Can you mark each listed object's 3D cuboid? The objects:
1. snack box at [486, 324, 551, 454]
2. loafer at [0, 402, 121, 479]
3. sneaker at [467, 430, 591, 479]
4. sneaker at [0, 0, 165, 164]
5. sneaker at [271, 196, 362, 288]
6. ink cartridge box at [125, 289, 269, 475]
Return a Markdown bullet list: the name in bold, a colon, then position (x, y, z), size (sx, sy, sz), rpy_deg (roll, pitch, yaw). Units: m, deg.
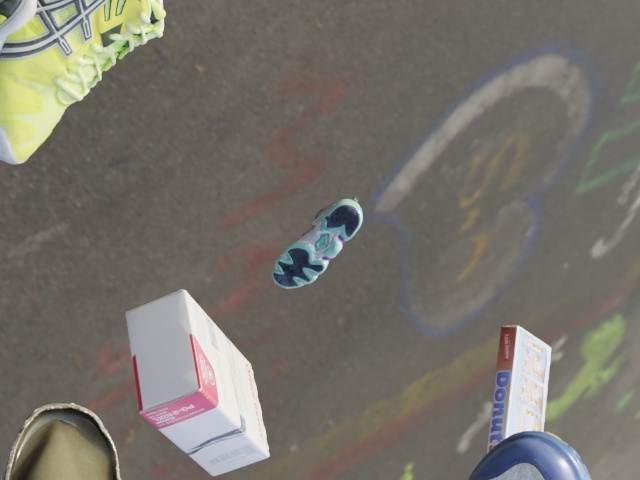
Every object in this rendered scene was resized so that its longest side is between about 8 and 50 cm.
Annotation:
- **snack box**: position (0.184, 0.173, 1.131), size (0.064, 0.022, 0.178), rpy_deg (32, 59, -41)
- **loafer**: position (-0.171, 0.210, 0.813), size (0.094, 0.251, 0.087), rpy_deg (6, 139, -18)
- **sneaker**: position (0.092, 0.270, 0.851), size (0.131, 0.112, 0.296), rpy_deg (8, 111, -57)
- **sneaker**: position (-0.273, -0.258, 1.420), size (0.384, 0.147, 0.145), rpy_deg (-63, 167, -2)
- **sneaker**: position (0.000, 0.000, 1.045), size (0.098, 0.038, 0.069), rpy_deg (-41, -173, 11)
- **ink cartridge box**: position (-0.173, 0.208, 1.728), size (0.100, 0.172, 0.237), rpy_deg (-22, 142, 9)
